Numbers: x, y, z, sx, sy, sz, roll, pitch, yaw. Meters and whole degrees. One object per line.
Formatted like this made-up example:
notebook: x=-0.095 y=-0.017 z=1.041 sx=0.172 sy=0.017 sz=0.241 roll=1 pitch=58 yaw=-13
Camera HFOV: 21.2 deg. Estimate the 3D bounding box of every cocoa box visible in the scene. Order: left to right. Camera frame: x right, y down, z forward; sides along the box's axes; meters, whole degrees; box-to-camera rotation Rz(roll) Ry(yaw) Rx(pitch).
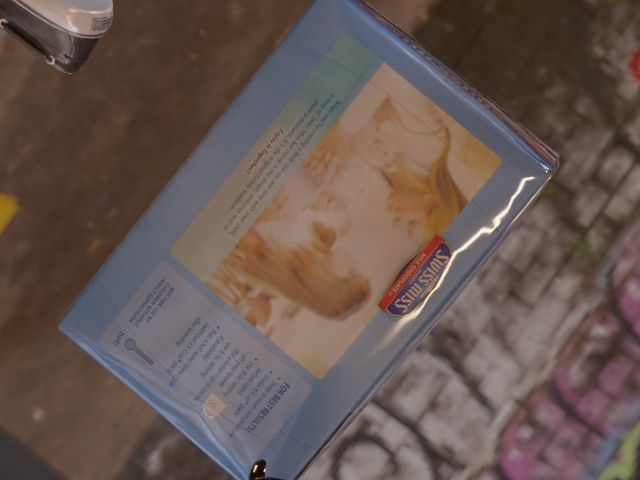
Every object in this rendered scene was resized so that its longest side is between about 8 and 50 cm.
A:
cocoa box: x=0.000 y=0.000 z=1.391 sx=0.347 sy=0.231 sz=0.228 roll=-51 pitch=175 yaw=9

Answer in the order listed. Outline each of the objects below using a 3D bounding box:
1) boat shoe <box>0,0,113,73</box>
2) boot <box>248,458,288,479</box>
boat shoe: x=-0.263 y=-0.209 z=1.340 sx=0.080 sy=0.228 sz=0.076 roll=-42 pitch=163 yaw=-57
boot: x=0.016 y=0.232 z=1.078 sx=0.077 sy=0.198 sz=0.137 roll=1 pitch=104 yaw=-64
